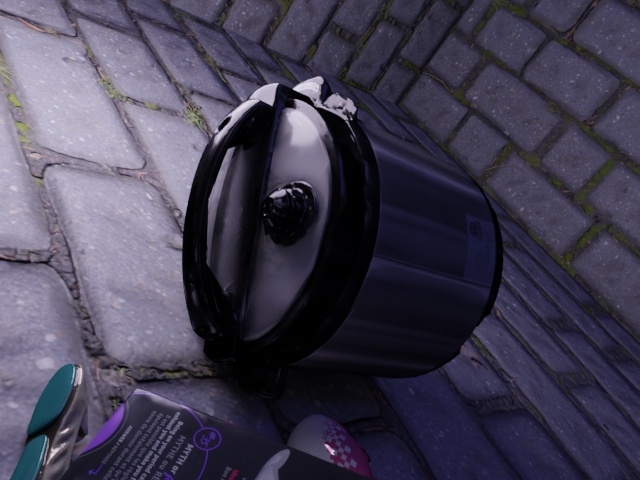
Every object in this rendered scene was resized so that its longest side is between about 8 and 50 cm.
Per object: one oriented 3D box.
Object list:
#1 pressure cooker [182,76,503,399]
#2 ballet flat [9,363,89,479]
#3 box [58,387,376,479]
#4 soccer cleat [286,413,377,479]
[{"bbox_3d":[0.004,-0.002,0.825,0.421,0.375,0.369,15,35,-39],"label":"pressure cooker"},{"bbox_3d":[-0.253,0.194,0.554,0.052,0.057,0.168,55,18,-32],"label":"ballet flat"},{"bbox_3d":[-0.066,0.256,0.437,0.271,0.143,0.165,18,35,11],"label":"box"},{"bbox_3d":[-0.003,0.310,0.577,0.143,0.116,0.331,20,30,-31],"label":"soccer cleat"}]
